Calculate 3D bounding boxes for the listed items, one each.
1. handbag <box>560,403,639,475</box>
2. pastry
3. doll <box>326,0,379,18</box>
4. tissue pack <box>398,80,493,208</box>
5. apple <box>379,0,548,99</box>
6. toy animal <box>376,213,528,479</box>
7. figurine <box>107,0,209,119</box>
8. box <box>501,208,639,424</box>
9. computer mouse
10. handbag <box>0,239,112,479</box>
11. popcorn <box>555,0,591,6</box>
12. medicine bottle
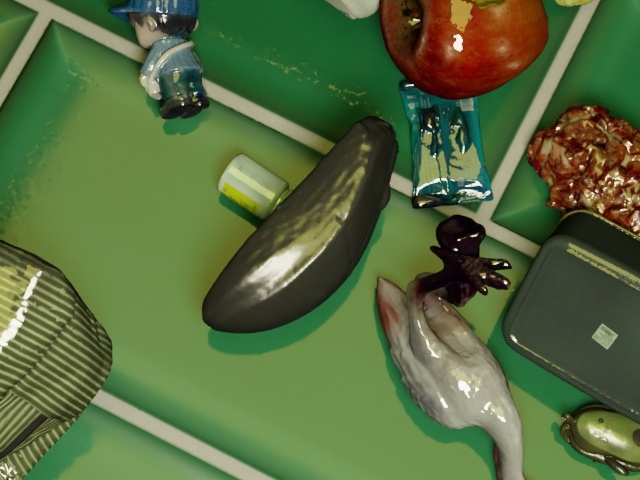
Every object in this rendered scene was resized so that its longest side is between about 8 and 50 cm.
[{"bbox_3d":[0.287,0.192,1.723,0.111,0.047,0.072,14,76,0],"label":"handbag"},{"bbox_3d":[0.299,-0.047,1.758,0.115,0.097,0.208,-33,78,-19],"label":"pastry"},{"bbox_3d":[0.054,-0.314,1.810,0.110,0.107,0.181,36,71,28],"label":"doll"},{"bbox_3d":[0.127,-0.103,1.801,0.085,0.028,0.138,-6,80,-3],"label":"tissue pack"},{"bbox_3d":[0.149,-0.215,1.762,0.158,0.156,0.147,-7,91,-29],"label":"apple"},{"bbox_3d":[0.140,0.137,1.697,0.090,0.195,0.324,-25,105,-29],"label":"toy animal"},{"bbox_3d":[-0.157,-0.201,1.793,0.086,0.087,0.149,-7,74,-42],"label":"figurine"},{"bbox_3d":[0.285,0.077,1.685,0.201,0.090,0.144,32,115,13],"label":"box"},{"bbox_3d":[0.000,0.000,1.716,0.086,0.137,0.269,39,80,12],"label":"computer mouse"},{"bbox_3d":[-0.385,0.102,1.626,0.341,0.247,0.240,23,74,16],"label":"handbag"},{"bbox_3d":[0.259,-0.279,1.828,0.083,0.059,0.068,35,78,15],"label":"popcorn"},{"bbox_3d":[-0.059,-0.048,1.771,0.083,0.047,0.047,34,78,7],"label":"medicine bottle"}]
